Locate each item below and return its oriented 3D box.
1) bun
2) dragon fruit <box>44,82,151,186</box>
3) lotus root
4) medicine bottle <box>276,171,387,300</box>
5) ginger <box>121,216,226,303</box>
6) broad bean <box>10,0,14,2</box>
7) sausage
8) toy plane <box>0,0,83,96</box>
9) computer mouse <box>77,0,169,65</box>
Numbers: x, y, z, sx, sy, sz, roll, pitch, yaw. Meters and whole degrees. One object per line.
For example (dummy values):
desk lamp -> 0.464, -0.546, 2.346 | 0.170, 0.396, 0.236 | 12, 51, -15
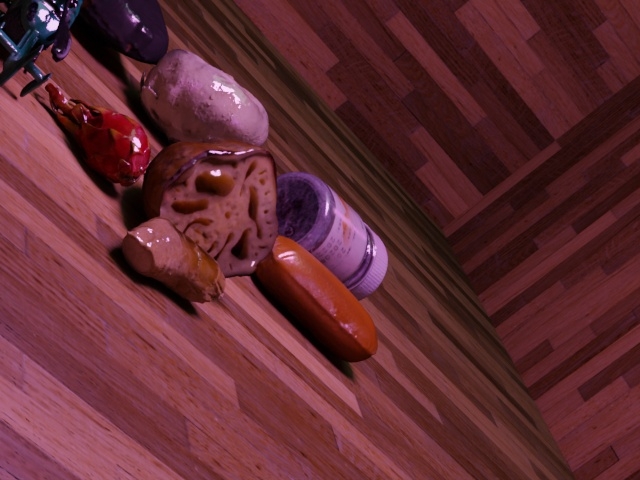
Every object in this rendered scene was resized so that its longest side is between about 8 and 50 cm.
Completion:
bun -> -0.203, -0.216, 2.203 | 0.239, 0.141, 0.239 | 30, -13, 8
dragon fruit -> -0.303, -0.153, 1.792 | 0.190, 0.094, 0.094 | 46, 9, 13
lotus root -> -0.179, -0.058, 1.843 | 0.199, 0.188, 0.180 | -8, 22, -37
medicine bottle -> 0.000, 0.000, 2.299 | 0.165, 0.165, 0.273 | 58, 11, 32
ginger -> -0.194, 0.024, 1.694 | 0.190, 0.069, 0.095 | 39, 12, -45
broad bean -> -0.489, -0.442, 2.039 | 0.075, 0.067, 0.325 | 9, 36, -27
sausage -> -0.003, 0.100, 2.145 | 0.274, 0.105, 0.105 | 46, 12, -26
toy plane -> -0.386, -0.301, 1.775 | 0.106, 0.155, 0.382 | 48, 28, -23
computer mouse -> -0.361, -0.407, 2.273 | 0.183, 0.116, 0.323 | 35, 20, -35
